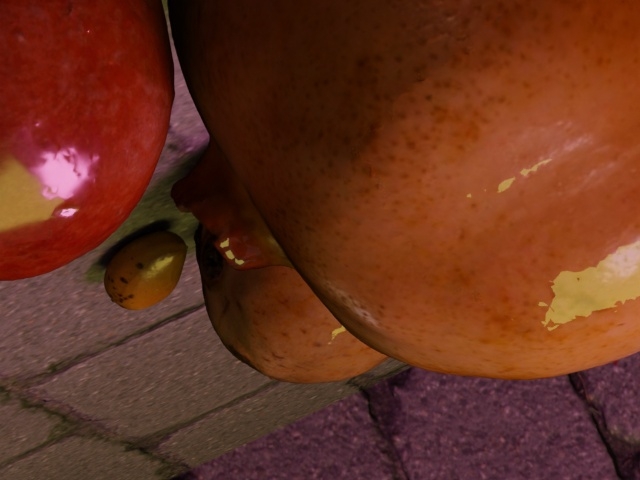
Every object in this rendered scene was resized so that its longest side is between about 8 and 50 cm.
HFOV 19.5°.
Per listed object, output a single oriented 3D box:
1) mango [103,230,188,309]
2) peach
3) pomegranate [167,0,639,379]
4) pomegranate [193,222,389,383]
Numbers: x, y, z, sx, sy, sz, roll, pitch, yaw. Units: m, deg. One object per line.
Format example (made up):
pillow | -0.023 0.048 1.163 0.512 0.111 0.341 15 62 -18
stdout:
mango | -0.171 0.028 1.844 0.079 0.057 0.114 -4 153 -38
peach | -0.186 -0.096 1.047 0.232 0.232 0.257 -35 172 35
pomegranate | 0.090 -0.101 1.124 0.417 0.416 0.416 -23 166 -6
pomegranate | 0.007 0.008 1.700 0.260 0.260 0.260 -23 166 -6
